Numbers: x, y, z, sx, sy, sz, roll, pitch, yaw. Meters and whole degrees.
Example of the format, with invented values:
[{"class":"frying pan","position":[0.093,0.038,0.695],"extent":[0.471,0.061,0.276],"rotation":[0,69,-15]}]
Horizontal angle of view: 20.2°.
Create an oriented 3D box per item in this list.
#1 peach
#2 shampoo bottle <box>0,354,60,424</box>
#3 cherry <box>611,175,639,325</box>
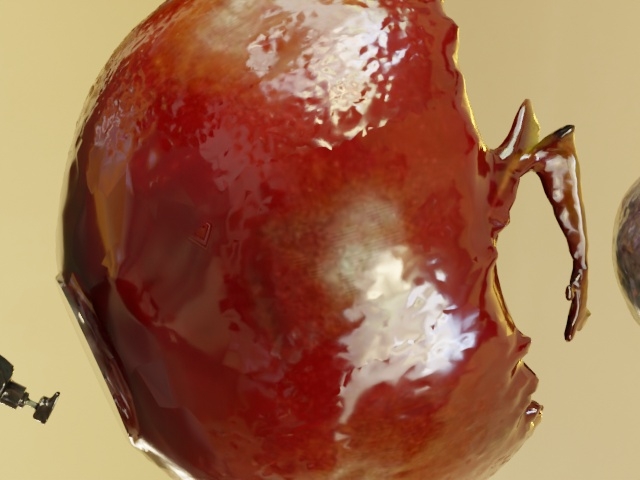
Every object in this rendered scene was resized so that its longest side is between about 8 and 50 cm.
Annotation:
[{"class":"peach","position":[-0.015,0.015,1.185],"extent":[0.335,0.310,0.406],"rotation":[-118,-164,-44]},{"class":"shampoo bottle","position":[-0.238,0.083,1.176],"extent":[0.048,0.137,0.027],"rotation":[-57,-171,34]},{"class":"cherry","position":[0.334,0.015,1.518],"extent":[0.195,0.195,0.195],"rotation":[41,-42,51]}]
